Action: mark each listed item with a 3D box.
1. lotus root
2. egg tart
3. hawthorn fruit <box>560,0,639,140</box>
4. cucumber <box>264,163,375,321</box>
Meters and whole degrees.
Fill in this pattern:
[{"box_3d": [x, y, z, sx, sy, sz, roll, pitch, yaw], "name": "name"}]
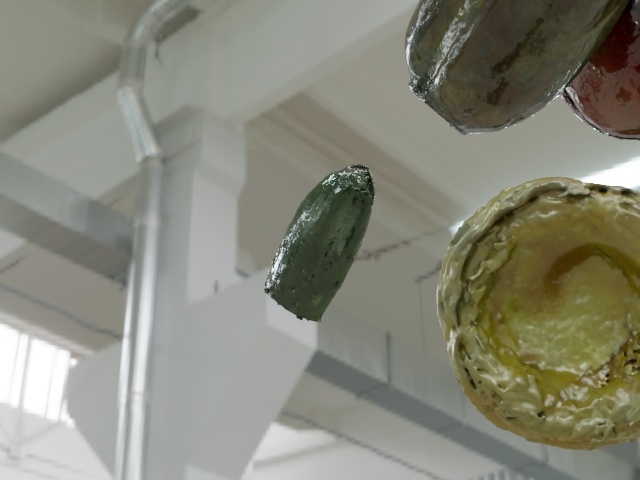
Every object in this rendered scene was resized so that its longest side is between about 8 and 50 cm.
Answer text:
[{"box_3d": [0.260, -0.302, 1.565, 0.250, 0.250, 0.346, 25, -69, -34], "name": "lotus root"}, {"box_3d": [0.254, 0.073, 1.175, 0.288, 0.288, 0.118, -11, -14, 17], "name": "egg tart"}, {"box_3d": [0.491, -0.295, 1.719, 0.315, 0.316, 0.316, 0, -33, 0], "name": "hawthorn fruit"}, {"box_3d": [-0.001, 0.001, 2.227, 0.105, 0.145, 0.325, 12, -57, -31], "name": "cucumber"}]
